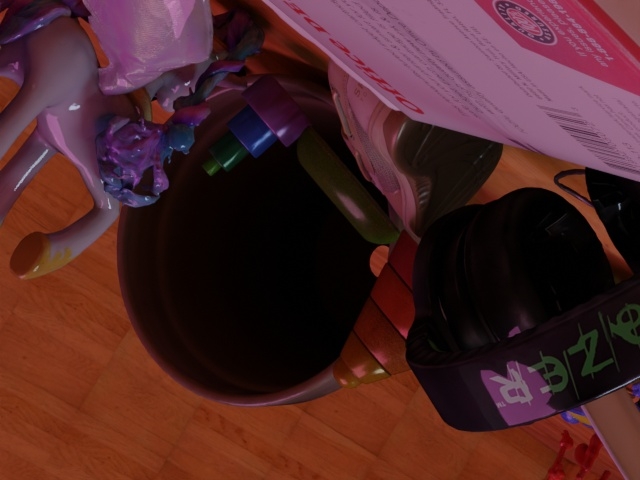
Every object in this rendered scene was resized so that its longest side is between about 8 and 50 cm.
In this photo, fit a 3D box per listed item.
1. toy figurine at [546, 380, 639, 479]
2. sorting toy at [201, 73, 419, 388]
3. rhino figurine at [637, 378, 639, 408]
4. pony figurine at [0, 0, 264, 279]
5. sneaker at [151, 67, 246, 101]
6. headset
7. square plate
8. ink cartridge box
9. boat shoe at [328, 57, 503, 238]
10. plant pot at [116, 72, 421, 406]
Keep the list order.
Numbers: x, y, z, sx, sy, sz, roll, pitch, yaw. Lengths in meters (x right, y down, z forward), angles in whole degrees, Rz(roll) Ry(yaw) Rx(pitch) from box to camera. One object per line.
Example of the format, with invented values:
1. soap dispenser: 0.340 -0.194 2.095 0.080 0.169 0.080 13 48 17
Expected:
1. toy figurine: 0.376 0.255 2.131 0.217 0.191 0.362 40 169 -27
2. sorting toy: 0.000 0.000 1.371 0.365 0.126 0.127 50 -178 38
3. rhino figurine: 0.355 0.146 1.531 0.243 0.073 0.106 57 164 -1
4. pony figurine: -0.222 -0.153 1.342 0.303 0.363 0.351 36 162 38
5. sneaker: -0.175 -0.189 1.649 0.234 0.097 0.084 35 172 -29
6. headset: 0.195 0.027 1.015 0.185 0.243 0.394 58 -160 -10
7. square plate: 0.302 0.176 1.653 0.344 0.049 0.347 61 -174 15
8. ink cartridge box: 0.092 -0.131 0.750 0.207 0.117 0.283 36 172 -36
9. boat shoe: 0.072 -0.087 1.285 0.098 0.109 0.302 42 178 19
10. plant pot: 0.004 0.010 1.627 0.323 0.323 0.280 28 -170 31
